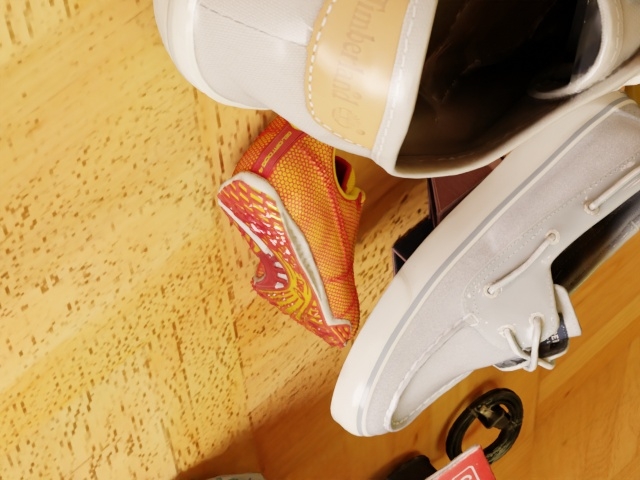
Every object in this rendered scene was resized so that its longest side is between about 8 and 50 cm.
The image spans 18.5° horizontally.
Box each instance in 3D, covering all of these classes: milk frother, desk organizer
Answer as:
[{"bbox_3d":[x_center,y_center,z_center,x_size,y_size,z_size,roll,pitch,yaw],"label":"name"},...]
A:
[{"bbox_3d":[0.116,0.192,1.319,0.143,0.135,0.129,-56,159,18],"label":"milk frother"},{"bbox_3d":[0.070,-0.008,1.071,0.050,0.047,0.130,-37,153,-17],"label":"desk organizer"}]

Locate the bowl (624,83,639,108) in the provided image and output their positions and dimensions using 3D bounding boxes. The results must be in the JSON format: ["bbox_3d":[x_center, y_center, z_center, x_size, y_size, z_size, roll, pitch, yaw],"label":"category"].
[{"bbox_3d":[0.281,-0.073,1.151,0.289,0.289,0.156,-40,-163,-18],"label":"bowl"}]

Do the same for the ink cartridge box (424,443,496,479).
[{"bbox_3d":[0.030,0.272,1.133,0.261,0.066,0.296,-34,144,-4],"label":"ink cartridge box"}]

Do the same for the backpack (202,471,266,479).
[{"bbox_3d":[-0.056,0.189,1.101,0.105,0.084,0.114,-6,132,-46],"label":"backpack"}]

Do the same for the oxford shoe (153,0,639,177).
[{"bbox_3d":[0.130,-0.127,0.871,0.449,0.130,0.169,-21,134,-41],"label":"oxford shoe"}]

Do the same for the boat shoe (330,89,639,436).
[{"bbox_3d":[0.100,0.021,1.000,0.227,0.081,0.079,-48,156,-6],"label":"boat shoe"}]

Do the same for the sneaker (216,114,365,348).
[{"bbox_3d":[0.000,0.000,0.955,0.067,0.064,0.175,-51,159,-18],"label":"sneaker"}]
